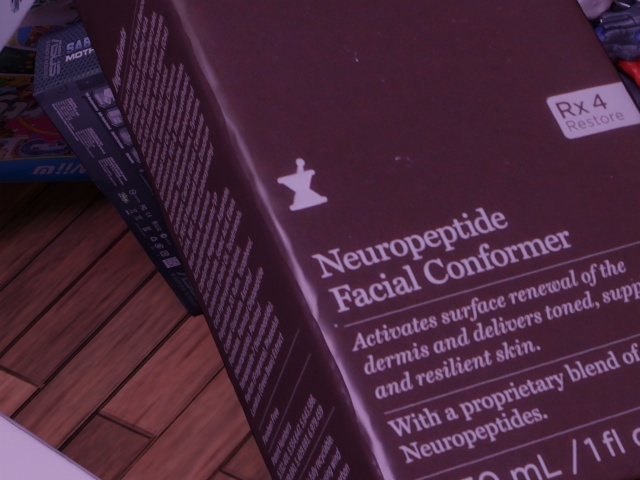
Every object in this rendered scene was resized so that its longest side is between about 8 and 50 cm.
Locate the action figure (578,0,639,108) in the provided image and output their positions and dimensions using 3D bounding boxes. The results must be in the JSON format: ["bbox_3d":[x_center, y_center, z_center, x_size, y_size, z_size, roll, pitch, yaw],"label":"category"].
[{"bbox_3d":[0.198,-0.117,1.043,0.341,0.178,0.330,-7,36,-25],"label":"action figure"}]

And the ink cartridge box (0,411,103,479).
[{"bbox_3d":[-0.073,0.213,0.672,0.283,0.207,0.117,25,59,36],"label":"ink cartridge box"}]

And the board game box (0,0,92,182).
[{"bbox_3d":[-0.134,-0.151,1.073,0.303,0.224,0.097,-41,60,49],"label":"board game box"}]

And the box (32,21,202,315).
[{"bbox_3d":[-0.047,-0.061,1.009,0.183,0.232,0.059,-17,47,15],"label":"box"}]

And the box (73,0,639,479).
[{"bbox_3d":[0.035,-0.031,0.725,0.191,0.143,0.381,-16,63,-21],"label":"box"}]
